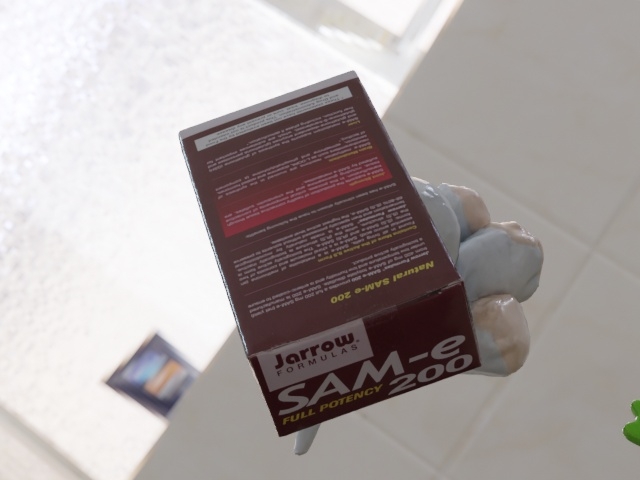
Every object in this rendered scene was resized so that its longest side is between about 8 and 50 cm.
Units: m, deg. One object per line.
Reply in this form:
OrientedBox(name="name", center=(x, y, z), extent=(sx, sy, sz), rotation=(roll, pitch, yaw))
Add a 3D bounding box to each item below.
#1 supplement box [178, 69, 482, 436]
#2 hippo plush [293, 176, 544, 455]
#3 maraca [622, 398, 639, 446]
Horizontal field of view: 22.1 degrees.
OrientedBox(name="supplement box", center=(0.000, 0.000, 1.008), extent=(0.130, 0.239, 0.073), rotation=(-19, -52, -1))
OrientedBox(name="hippo plush", center=(0.047, 0.017, 1.555), extent=(0.294, 0.234, 0.236), rotation=(-20, -38, 17))
OrientedBox(name="maraca", center=(0.357, 0.205, 1.493), extent=(0.127, 0.186, 0.099), rotation=(-14, -44, -26))
